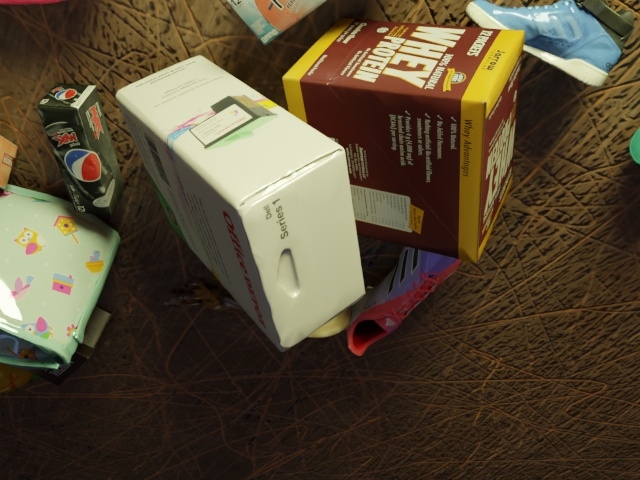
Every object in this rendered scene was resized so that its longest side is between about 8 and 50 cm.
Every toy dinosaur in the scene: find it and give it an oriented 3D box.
[{"bbox_3d":[-0.149,0.094,0.968,0.211,0.064,0.112,12,152,13],"label":"toy dinosaur"}]

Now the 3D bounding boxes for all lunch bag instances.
[{"bbox_3d":[-0.437,0.047,0.852,0.262,0.223,0.160,18,140,-9],"label":"lunch bag"}]

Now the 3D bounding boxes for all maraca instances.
[{"bbox_3d":[-0.602,0.246,1.172,0.127,0.099,0.185,-26,150,38],"label":"maraca"}]

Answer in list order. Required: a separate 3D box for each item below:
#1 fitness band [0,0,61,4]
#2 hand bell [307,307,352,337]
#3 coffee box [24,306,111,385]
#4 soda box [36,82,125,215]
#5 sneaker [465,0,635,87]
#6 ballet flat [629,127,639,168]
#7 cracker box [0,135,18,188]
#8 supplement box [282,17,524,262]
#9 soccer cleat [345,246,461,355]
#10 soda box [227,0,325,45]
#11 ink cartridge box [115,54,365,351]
[{"bbox_3d":[-0.336,-0.335,0.584,0.290,0.054,0.209,4,137,8],"label":"fitness band"},{"bbox_3d":[0.000,0.000,0.828,0.126,0.126,0.242,10,122,1],"label":"hand bell"},{"bbox_3d":[-0.509,0.129,1.033,0.246,0.098,0.141,35,131,-22],"label":"coffee box"},{"bbox_3d":[-0.303,-0.113,0.783,0.053,0.060,0.169,5,134,5],"label":"soda box"},{"bbox_3d":[0.223,-0.218,0.585,0.152,0.058,0.085,29,115,6],"label":"sneaker"},{"bbox_3d":[0.433,-0.155,0.587,0.096,0.095,0.280,15,146,-17],"label":"ballet flat"},{"bbox_3d":[-0.526,-0.134,0.751,0.232,0.067,0.156,13,171,-1],"label":"cracker box"},{"bbox_3d":[0.090,-0.106,0.627,0.194,0.129,0.191,14,138,25],"label":"supplement box"},{"bbox_3d":[0.117,0.076,0.861,0.083,0.095,0.248,29,133,-18],"label":"soccer cleat"},{"bbox_3d":[-0.001,-0.265,0.573,0.183,0.063,0.058,-26,124,31],"label":"soda box"},{"bbox_3d":[-0.086,-0.049,0.653,0.117,0.278,0.201,-31,136,-20],"label":"ink cartridge box"}]
